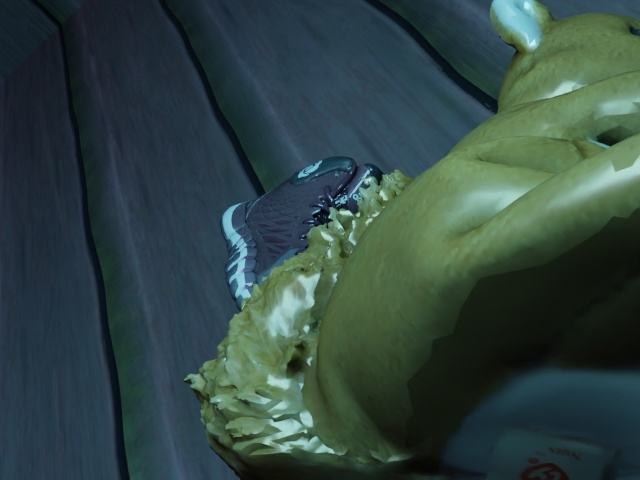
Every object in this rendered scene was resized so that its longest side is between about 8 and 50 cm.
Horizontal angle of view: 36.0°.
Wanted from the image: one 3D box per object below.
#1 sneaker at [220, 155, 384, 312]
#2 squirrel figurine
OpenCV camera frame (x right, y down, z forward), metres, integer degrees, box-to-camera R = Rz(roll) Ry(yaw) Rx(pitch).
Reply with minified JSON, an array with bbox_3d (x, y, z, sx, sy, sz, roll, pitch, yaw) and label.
[{"bbox_3d":[0.000,0.000,0.896,0.162,0.106,0.281,-38,32,7],"label":"sneaker"},{"bbox_3d":[0.114,-0.001,0.614,0.397,0.281,0.370,-22,32,30],"label":"squirrel figurine"}]
